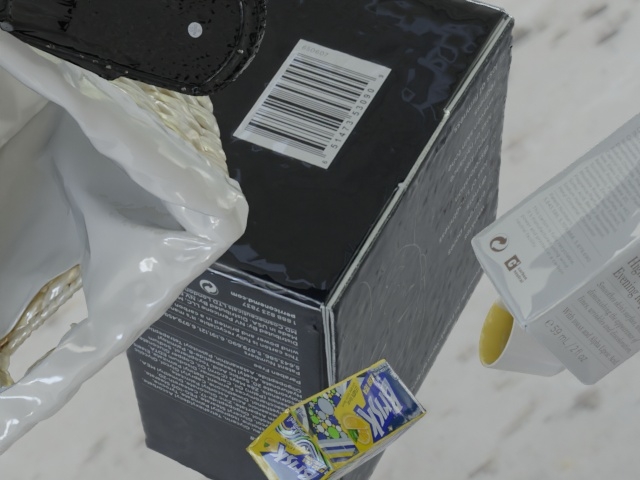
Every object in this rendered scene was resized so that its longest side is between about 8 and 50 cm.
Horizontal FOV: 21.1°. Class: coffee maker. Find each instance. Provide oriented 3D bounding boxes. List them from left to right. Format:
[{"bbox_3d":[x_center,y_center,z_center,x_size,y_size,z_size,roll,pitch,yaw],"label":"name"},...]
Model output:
[{"bbox_3d":[-0.093,-0.183,0.816,0.120,0.171,0.178,-27,44,42],"label":"coffee maker"}]

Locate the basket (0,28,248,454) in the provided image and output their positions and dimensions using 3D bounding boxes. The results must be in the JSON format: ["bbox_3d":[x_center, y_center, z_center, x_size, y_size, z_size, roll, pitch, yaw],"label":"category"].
[{"bbox_3d":[-0.275,-0.065,1.009,0.328,0.331,0.266,-41,33,20],"label":"basket"}]

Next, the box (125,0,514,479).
[{"bbox_3d":[0.000,0.000,2.052,0.297,0.472,0.480,20,56,19],"label":"box"}]

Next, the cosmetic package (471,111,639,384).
[{"bbox_3d":[0.224,-0.019,1.094,0.231,0.117,0.085,-37,53,11],"label":"cosmetic package"}]

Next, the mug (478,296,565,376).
[{"bbox_3d":[0.168,0.079,1.387,0.078,0.064,0.062,-131,59,-71],"label":"mug"}]

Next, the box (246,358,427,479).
[{"bbox_3d":[0.015,0.144,1.308,0.054,0.059,0.169,-44,-11,26],"label":"box"}]
